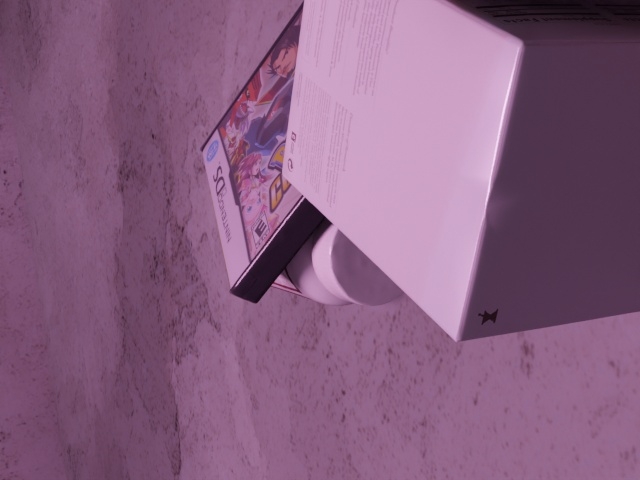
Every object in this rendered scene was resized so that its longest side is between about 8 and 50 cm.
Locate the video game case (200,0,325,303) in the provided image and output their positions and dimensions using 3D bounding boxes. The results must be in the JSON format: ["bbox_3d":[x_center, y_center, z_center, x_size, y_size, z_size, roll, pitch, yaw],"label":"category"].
[{"bbox_3d":[-0.021,-0.116,1.089,0.275,0.035,0.248,-52,32,25],"label":"video game case"}]

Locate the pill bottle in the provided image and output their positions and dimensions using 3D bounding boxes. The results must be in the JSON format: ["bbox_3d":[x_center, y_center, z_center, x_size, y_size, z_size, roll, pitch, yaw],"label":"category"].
[{"bbox_3d":[0.000,0.000,1.135,0.221,0.121,0.121,12,106,60],"label":"pill bottle"}]

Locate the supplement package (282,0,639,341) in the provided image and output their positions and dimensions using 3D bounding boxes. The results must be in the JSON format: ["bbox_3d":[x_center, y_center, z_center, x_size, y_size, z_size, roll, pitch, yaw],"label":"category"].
[{"bbox_3d":[0.124,-0.089,0.798,0.262,0.198,0.199,45,134,51],"label":"supplement package"}]
